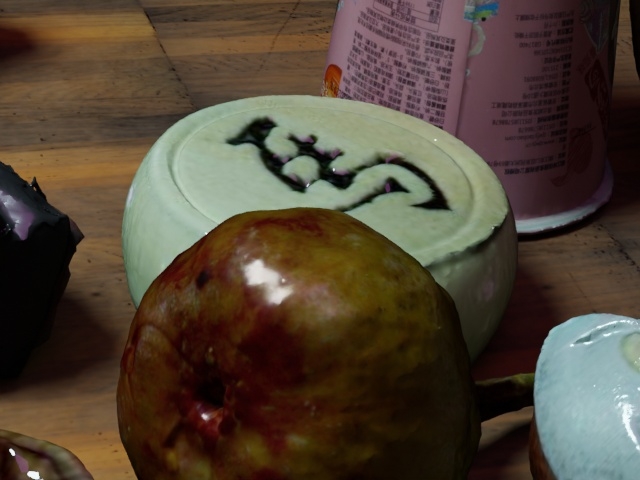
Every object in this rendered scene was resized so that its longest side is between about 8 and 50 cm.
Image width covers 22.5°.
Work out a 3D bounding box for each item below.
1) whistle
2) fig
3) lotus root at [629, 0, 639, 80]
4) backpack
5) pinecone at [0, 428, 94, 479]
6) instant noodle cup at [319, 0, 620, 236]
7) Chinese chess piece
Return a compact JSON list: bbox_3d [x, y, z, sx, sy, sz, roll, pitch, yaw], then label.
[{"bbox_3d":[0.162,0.146,0.784,0.142,0.133,0.346,43,39,-16],"label":"whistle"},{"bbox_3d":[0.043,0.089,0.823,0.290,0.191,0.191,14,25,-25],"label":"fig"},{"bbox_3d":[0.348,-0.170,1.196,0.272,0.192,0.272,-19,31,12],"label":"lotus root"},{"bbox_3d":[-0.215,0.002,0.967,0.105,0.120,0.165,11,22,-38],"label":"backpack"},{"bbox_3d":[-0.161,0.192,0.480,0.242,0.296,0.298,22,68,45],"label":"pinecone"},{"bbox_3d":[0.111,-0.158,1.177,0.242,0.231,0.243,4,29,-2],"label":"instant noodle cup"},{"bbox_3d":[0.000,0.000,1.016,0.250,0.101,0.250,5,31,-3],"label":"Chinese chess piece"}]
